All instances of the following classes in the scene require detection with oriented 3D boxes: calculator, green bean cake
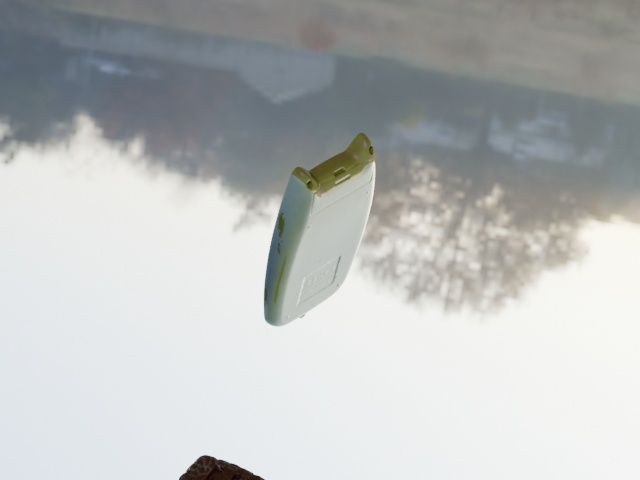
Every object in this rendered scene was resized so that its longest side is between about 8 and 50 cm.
[{"bbox_3d":[0.000,0.000,1.724,0.033,0.236,0.157,34,-136,25],"label":"calculator"},{"bbox_3d":[-0.163,0.403,2.442,0.135,0.056,0.135,18,-142,18],"label":"green bean cake"}]
